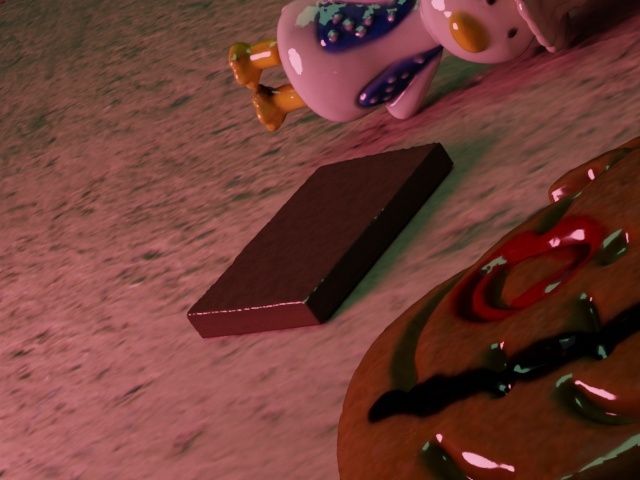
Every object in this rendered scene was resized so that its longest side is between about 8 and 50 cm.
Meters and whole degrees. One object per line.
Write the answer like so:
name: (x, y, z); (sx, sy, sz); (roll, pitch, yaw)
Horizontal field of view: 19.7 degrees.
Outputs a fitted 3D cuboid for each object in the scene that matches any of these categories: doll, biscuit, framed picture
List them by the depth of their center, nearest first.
biscuit: (0.166, 0.016, 0.906); (0.367, 0.063, 0.314); (-31, 22, 14)
framed picture: (0.000, 0.000, 1.247); (0.128, 0.023, 0.168); (-9, 33, 49)
doll: (0.072, -0.159, 1.331); (0.293, 0.138, 0.119); (-20, 28, 23)
